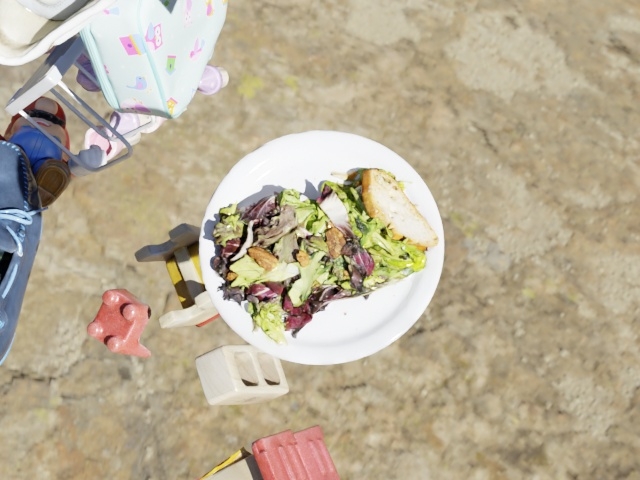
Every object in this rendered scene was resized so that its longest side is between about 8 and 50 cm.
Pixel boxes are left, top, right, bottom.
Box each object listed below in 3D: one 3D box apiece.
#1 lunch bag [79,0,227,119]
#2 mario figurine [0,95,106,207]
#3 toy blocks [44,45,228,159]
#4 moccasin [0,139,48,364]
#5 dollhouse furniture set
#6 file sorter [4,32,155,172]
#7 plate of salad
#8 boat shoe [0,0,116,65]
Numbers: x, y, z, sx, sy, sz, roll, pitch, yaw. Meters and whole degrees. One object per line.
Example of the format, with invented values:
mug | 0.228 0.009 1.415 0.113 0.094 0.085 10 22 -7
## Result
lunch bag | -0.211 -0.318 1.328 0.108 0.224 0.279 6 55 15
mario figurine | -0.474 -0.176 1.708 0.170 0.198 0.320 -33 24 2
toy blocks | -0.349 -0.317 1.776 0.288 0.309 0.260 63 23 -4
moccasin | -0.457 0.013 1.443 0.138 0.117 0.342 -2 74 -4
dollhouse furniture set | -0.133 0.193 1.190 0.152 0.201 0.374 13 51 -63
file sorter | -0.317 -0.271 1.605 0.173 0.193 0.277 42 61 -23
plate of salad | 0.000 0.000 0.827 0.200 0.048 0.199 -1 74 2
boat shoe | -0.131 -0.187 0.597 0.098 0.277 0.096 29 55 -17
